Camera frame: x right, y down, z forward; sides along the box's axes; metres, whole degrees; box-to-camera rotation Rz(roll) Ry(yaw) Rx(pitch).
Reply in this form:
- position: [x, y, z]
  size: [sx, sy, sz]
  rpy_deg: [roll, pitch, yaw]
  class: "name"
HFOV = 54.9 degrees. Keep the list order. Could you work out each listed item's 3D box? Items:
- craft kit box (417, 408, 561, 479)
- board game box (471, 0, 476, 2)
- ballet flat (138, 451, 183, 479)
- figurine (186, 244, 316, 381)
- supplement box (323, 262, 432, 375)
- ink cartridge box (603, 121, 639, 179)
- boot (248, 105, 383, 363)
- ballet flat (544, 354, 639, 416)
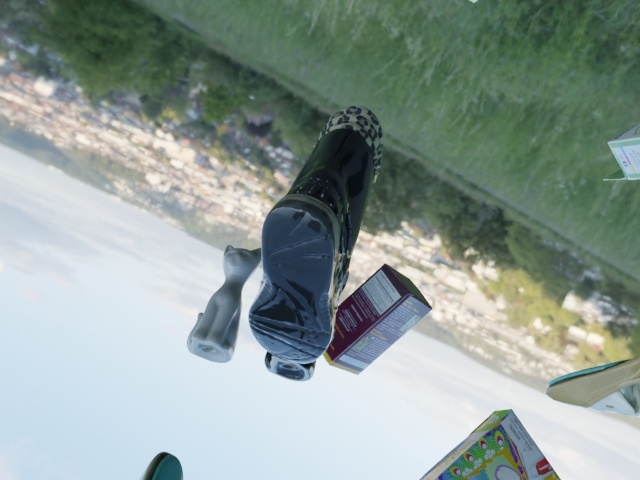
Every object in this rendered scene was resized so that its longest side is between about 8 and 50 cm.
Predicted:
- position: [0.231, 0.397, 0.807]
  size: [0.250, 0.246, 0.061]
  rpy_deg: [55, 158, 6]
  class: "craft kit box"
- position: [0.242, -0.684, 1.325]
  size: [0.317, 0.214, 0.046]
  rpy_deg: [23, 179, -10]
  class: "board game box"
- position: [-0.220, 0.376, 0.731]
  size: [0.086, 0.086, 0.249]
  rpy_deg: [26, -142, -27]
  class: "ballet flat"
- position: [-0.091, 0.102, 1.005]
  size: [0.214, 0.210, 0.092]
  rpy_deg: [11, 148, 10]
  class: "figurine"
- position: [0.089, 0.141, 1.084]
  size: [0.104, 0.188, 0.081]
  rpy_deg: [32, -162, -51]
  class: "supplement box"
- position: [0.437, -0.129, 0.758]
  size: [0.062, 0.109, 0.209]
  rpy_deg: [58, 177, -6]
  class: "ink cartridge box"
- position: [0.002, 0.000, 0.614]
  size: [0.085, 0.179, 0.236]
  rpy_deg: [19, 139, 8]
  class: "boot"
- position: [0.353, 0.152, 0.666]
  size: [0.080, 0.073, 0.232]
  rpy_deg: [9, 145, -42]
  class: "ballet flat"
